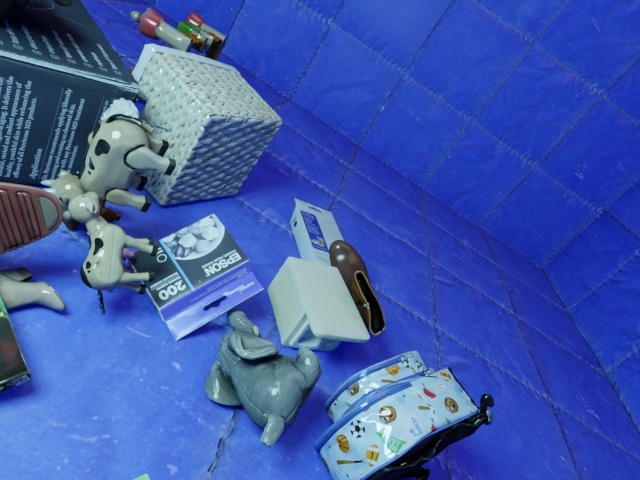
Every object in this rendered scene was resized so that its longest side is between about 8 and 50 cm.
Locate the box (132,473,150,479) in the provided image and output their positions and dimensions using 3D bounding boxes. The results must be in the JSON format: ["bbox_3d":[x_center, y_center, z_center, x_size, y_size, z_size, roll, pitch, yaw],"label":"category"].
[{"bbox_3d":[-0.262,0.346,0.316,0.261,0.231,0.127,-4,47,-51],"label":"box"}]

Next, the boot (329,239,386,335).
[{"bbox_3d":[0.083,0.105,1.063,0.280,0.096,0.265,60,14,-80],"label":"boot"}]

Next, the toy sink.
[{"bbox_3d":[-0.013,0.174,0.987,0.152,0.131,0.234,14,33,-34],"label":"toy sink"}]

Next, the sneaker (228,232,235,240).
[{"bbox_3d":[-0.230,0.062,0.984,0.082,0.069,0.209,27,32,-7],"label":"sneaker"}]

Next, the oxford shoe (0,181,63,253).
[{"bbox_3d":[-0.579,-0.043,0.616,0.347,0.123,0.130,-7,27,-27],"label":"oxford shoe"}]

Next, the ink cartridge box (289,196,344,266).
[{"bbox_3d":[0.000,0.000,1.355,0.165,0.065,0.333,18,33,-29],"label":"ink cartridge box"}]

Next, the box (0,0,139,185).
[{"bbox_3d":[-0.726,-0.376,0.872,0.471,0.298,0.480,0,44,-51],"label":"box"}]

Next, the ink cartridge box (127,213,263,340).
[{"bbox_3d":[-0.257,0.066,0.869,0.206,0.045,0.208,-30,65,-25],"label":"ink cartridge box"}]

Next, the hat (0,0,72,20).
[{"bbox_3d":[-0.601,-0.455,0.685,0.331,0.134,0.331,37,9,-7],"label":"hat"}]

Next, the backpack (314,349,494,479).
[{"bbox_3d":[0.124,0.339,0.758,0.263,0.277,0.213,-7,44,-44],"label":"backpack"}]

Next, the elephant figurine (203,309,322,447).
[{"bbox_3d":[-0.131,0.232,0.773,0.239,0.186,0.170,30,69,13],"label":"elephant figurine"}]

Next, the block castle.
[{"bbox_3d":[-0.550,-0.676,1.549,0.212,0.303,0.453,29,27,-9],"label":"block castle"}]

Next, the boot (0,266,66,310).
[{"bbox_3d":[-0.490,0.093,0.679,0.118,0.042,0.087,37,33,5],"label":"boot"}]

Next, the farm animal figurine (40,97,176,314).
[{"bbox_3d":[-0.401,-0.087,0.773,0.172,0.327,0.330,18,15,-46],"label":"farm animal figurine"}]

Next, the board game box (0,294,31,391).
[{"bbox_3d":[-0.519,0.113,0.584,0.136,0.030,0.260,-20,58,-37],"label":"board game box"}]

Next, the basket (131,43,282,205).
[{"bbox_3d":[-0.342,-0.302,1.172,0.266,0.328,0.331,46,28,12],"label":"basket"}]
